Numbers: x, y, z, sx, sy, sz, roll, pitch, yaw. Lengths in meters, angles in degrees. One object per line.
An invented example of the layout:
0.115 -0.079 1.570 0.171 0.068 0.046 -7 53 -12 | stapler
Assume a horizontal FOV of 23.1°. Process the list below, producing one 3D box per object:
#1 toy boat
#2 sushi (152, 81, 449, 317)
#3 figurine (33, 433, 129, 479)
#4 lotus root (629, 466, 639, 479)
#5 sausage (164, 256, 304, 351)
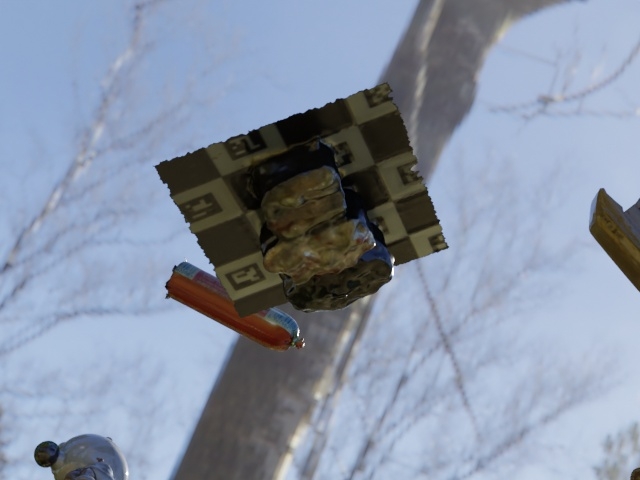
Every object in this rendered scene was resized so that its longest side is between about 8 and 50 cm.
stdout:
0.399 0.017 1.873 0.200 0.077 0.057 51 -17 12 | toy boat
0.000 0.000 1.903 0.296 0.100 0.373 -19 -35 4 | sushi
-0.278 0.290 1.863 0.147 0.093 0.197 41 8 -9 | figurine
0.422 0.328 1.893 0.150 0.073 0.062 43 13 -28 | lotus root
-0.143 0.123 2.721 0.264 0.083 0.083 27 -24 14 | sausage
